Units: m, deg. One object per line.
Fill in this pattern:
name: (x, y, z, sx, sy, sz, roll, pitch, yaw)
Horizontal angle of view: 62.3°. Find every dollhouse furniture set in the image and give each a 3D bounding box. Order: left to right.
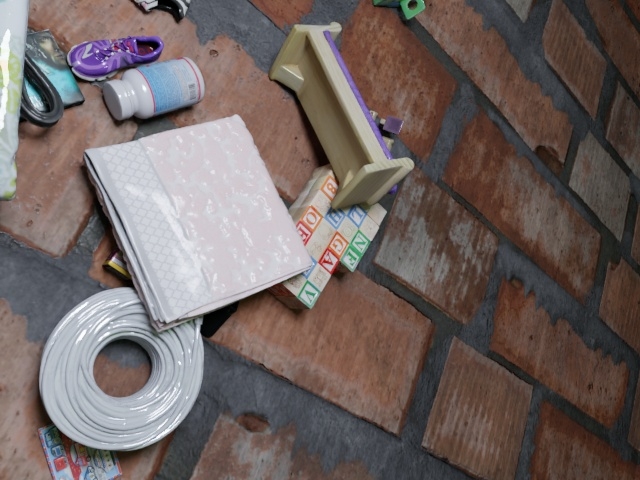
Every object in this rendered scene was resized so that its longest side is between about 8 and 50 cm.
dollhouse furniture set: (0.148, -0.249, 1.310, 0.081, 0.091, 0.114, -1, 112, -75)

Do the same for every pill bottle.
pill bottle: (-0.295, -0.268, 0.943, 0.160, 0.087, 0.087, -29, 102, -35)

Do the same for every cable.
cable: (-0.496, -0.304, 0.807, 0.287, 0.072, 0.139, 54, 39, -23)
cable: (-0.318, 0.205, 0.866, 0.257, 0.089, 0.256, 2, 80, -34)

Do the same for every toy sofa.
toy sofa: (0.055, -0.258, 1.084, 0.177, 0.150, 0.362, -14, 71, -33)

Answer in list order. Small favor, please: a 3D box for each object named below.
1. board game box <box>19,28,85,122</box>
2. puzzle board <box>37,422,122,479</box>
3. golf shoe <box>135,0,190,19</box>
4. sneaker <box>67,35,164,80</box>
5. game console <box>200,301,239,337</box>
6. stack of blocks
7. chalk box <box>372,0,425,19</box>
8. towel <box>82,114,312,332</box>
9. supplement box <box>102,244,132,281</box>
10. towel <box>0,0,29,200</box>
board game box: (-0.492, -0.251, 0.837, 0.186, 0.026, 0.126, -32, 104, -34)
puzzle board: (-0.385, 0.343, 0.854, 0.097, 0.011, 0.128, -18, 96, -36)
golf shoe: (-0.323, -0.466, 0.958, 0.186, 0.068, 0.085, 8, 82, -35)
sneaker: (-0.352, -0.330, 0.919, 0.170, 0.071, 0.068, -31, 102, -34)
game console: (-0.221, 0.101, 1.001, 0.122, 0.071, 0.107, 43, 32, -25)
stack of blocks: (0.000, 0.000, 1.124, 0.171, 0.087, 0.297, 44, 62, -24)
chalk box: (0.205, -0.669, 1.324, 0.132, 0.132, 0.212, -16, 93, -36)
towel: (-0.203, -0.048, 0.931, 0.317, 0.053, 0.331, -22, 84, -36)
supplement box: (-0.325, 0.023, 0.914, 0.055, 0.043, 0.083, 42, 64, -25)
towel: (-0.553, -0.250, 0.664, 0.321, 0.090, 0.373, 5, 88, -31)
